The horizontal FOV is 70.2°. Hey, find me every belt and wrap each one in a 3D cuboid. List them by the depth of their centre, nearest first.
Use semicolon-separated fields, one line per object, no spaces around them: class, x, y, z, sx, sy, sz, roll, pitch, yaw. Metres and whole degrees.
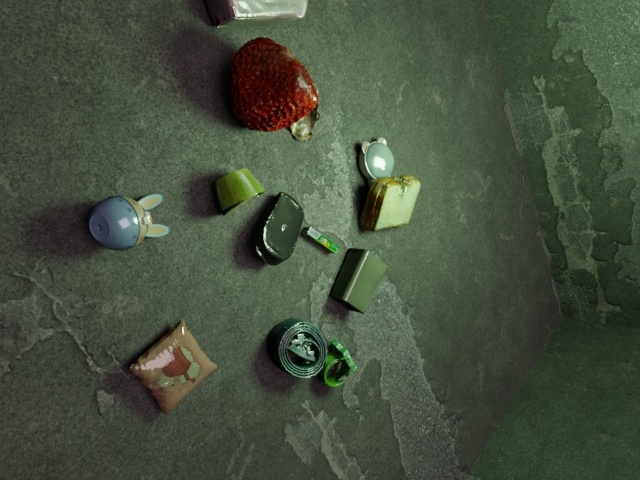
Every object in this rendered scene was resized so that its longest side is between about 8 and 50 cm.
belt;-0.082;0.425;1.779;0.267;0.116;0.206;47;66;-28

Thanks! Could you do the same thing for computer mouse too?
computer mouse;-0.164;-0.041;1.716;0.168;0.087;0.295;46;51;-35

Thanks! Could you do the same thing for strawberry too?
strawberry;-0.161;-0.515;1.526;0.267;0.351;0.311;-42;123;-22

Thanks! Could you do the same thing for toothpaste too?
toothpaste;0.000;0.000;1.878;0.179;0.043;0.037;35;73;-36

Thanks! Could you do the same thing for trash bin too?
trash bin;0.162;0.174;1.974;0.164;0.122;0.240;39;69;-34

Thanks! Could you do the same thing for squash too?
squash;-0.283;-0.172;1.563;0.170;0.170;0.122;-28;97;-36

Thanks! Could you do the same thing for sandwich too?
sandwich;0.319;-0.173;2.047;0.274;0.095;0.248;-12;128;-40

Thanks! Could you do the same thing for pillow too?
pillow;-0.469;0.406;1.470;0.223;0.084;0.236;-40;120;-33

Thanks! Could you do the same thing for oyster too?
oyster;-0.095;-0.533;1.764;0.166;0.094;0.293;-8;107;-21

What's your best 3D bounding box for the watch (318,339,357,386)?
watch;0.053;0.518;1.909;0.152;0.131;0.165;-40;122;-12

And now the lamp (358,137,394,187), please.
lamp;0.265;-0.333;2.048;0.180;0.108;0.245;-22;106;-33

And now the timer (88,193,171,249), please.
timer;-0.543;-0.059;1.343;0.256;0.175;0.175;-14;101;-40

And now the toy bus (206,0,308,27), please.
toy bus;-0.212;-0.845;1.598;0.387;0.171;0.162;-25;118;-37
